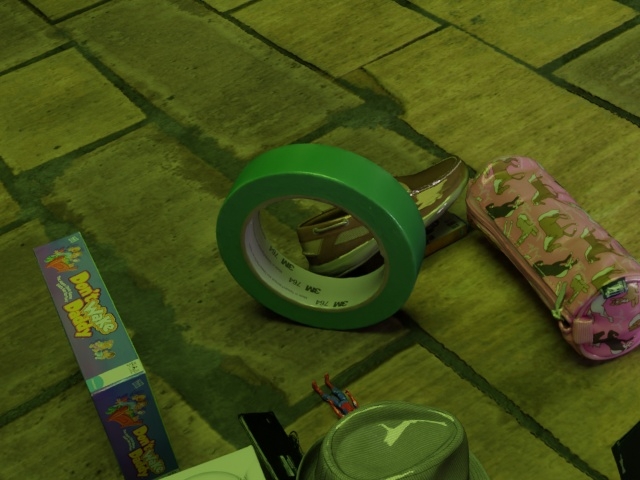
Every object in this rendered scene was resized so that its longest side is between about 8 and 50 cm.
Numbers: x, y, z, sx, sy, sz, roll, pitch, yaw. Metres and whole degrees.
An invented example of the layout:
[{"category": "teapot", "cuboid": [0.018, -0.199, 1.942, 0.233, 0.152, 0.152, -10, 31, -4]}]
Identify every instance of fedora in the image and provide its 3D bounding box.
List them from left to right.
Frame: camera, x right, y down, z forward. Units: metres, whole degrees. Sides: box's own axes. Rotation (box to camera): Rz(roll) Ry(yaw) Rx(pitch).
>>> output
[{"category": "fedora", "cuboid": [0.102, 0.295, 1.429, 0.275, 0.124, 0.243, -8, 40, -14]}]

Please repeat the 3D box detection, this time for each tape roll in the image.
[{"category": "tape roll", "cuboid": [0.000, 0.000, 1.683, 0.321, 0.321, 0.077, 6, 42, 18]}]

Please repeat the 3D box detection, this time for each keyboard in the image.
[{"category": "keyboard", "cuboid": [-0.047, 0.322, 1.505, 0.100, 0.038, 0.192, 8, 40, -49]}]

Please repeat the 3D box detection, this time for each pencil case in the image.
[{"category": "pencil case", "cuboid": [0.375, 0.016, 1.724, 0.160, 0.167, 0.386, -45, 40, 12]}]

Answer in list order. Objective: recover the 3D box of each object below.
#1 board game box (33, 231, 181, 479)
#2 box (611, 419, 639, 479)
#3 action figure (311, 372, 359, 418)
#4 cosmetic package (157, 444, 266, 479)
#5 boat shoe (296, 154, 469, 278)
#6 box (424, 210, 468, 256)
[{"category": "board game box", "cuboid": [-0.317, 0.180, 1.602, 0.078, 0.233, 0.347, -22, 41, -14]}, {"category": "box", "cuboid": [0.575, 0.264, 1.229, 0.396, 0.293, 0.212, -10, 68, -1]}, {"category": "action figure", "cuboid": [0.031, 0.242, 1.620, 0.038, 0.030, 0.115, -25, 44, -25]}, {"category": "cosmetic package", "cuboid": [-0.157, 0.461, 1.344, 0.284, 0.097, 0.377, -20, 41, -9]}, {"category": "boat shoe", "cuboid": [0.105, -0.060, 1.831, 0.324, 0.116, 0.123, -33, 17, -8]}, {"category": "box", "cuboid": [0.190, -0.016, 1.896, 0.136, 0.028, 0.081, -29, 42, -18]}]
